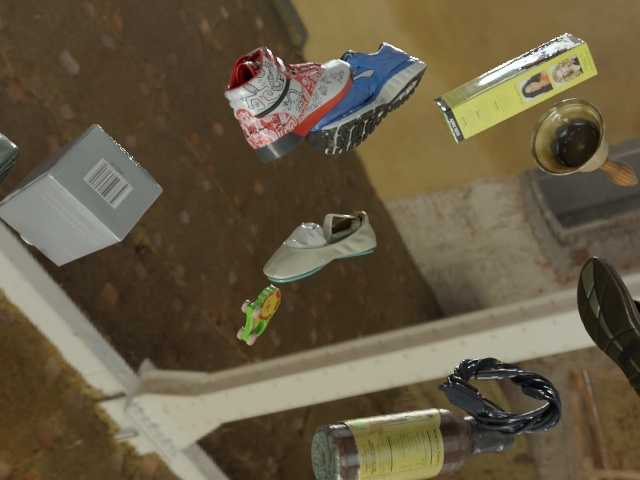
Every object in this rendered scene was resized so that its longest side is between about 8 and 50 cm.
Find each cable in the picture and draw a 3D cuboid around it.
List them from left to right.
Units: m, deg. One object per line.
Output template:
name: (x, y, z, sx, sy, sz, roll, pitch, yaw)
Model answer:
cable: (0.276, 0.231, 1.236, 0.150, 0.184, 0.047, -16, -64, -43)

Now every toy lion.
toy lion: (-0.111, 0.136, 1.569, 0.096, 0.034, 0.100, -29, -41, -51)

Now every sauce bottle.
sauce bottle: (0.156, 0.330, 1.341, 0.344, 0.111, 0.111, -1, -108, -28)

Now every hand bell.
hand bell: (0.465, -0.133, 1.384, 0.242, 0.126, 0.126, 20, -125, -44)

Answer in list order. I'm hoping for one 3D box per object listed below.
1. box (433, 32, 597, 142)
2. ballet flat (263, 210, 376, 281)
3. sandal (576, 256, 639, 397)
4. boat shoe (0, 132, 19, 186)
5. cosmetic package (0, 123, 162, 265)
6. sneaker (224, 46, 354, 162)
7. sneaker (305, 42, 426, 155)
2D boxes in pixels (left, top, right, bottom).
box: (0.295, -0.235, 1.277, 0.058, 0.232, 0.087, 61, -173, -22)
ballet flat: (0.000, 0.000, 1.371, 0.248, 0.086, 0.086, -18, -88, -47)
sandal: (0.401, 0.117, 1.051, 0.060, 0.090, 0.219, -10, -127, -30)
boat shoe: (-0.452, -0.073, 0.986, 0.103, 0.320, 0.118, 50, -124, -11)
cosmetic package: (-0.330, -0.053, 1.118, 0.127, 0.238, 0.107, 46, -120, -22)
sneaker: (-0.047, -0.256, 1.314, 0.145, 0.090, 0.270, 58, -133, -25)
sneaker: (0.071, -0.302, 1.735, 0.147, 0.130, 0.330, 40, -122, 11)
